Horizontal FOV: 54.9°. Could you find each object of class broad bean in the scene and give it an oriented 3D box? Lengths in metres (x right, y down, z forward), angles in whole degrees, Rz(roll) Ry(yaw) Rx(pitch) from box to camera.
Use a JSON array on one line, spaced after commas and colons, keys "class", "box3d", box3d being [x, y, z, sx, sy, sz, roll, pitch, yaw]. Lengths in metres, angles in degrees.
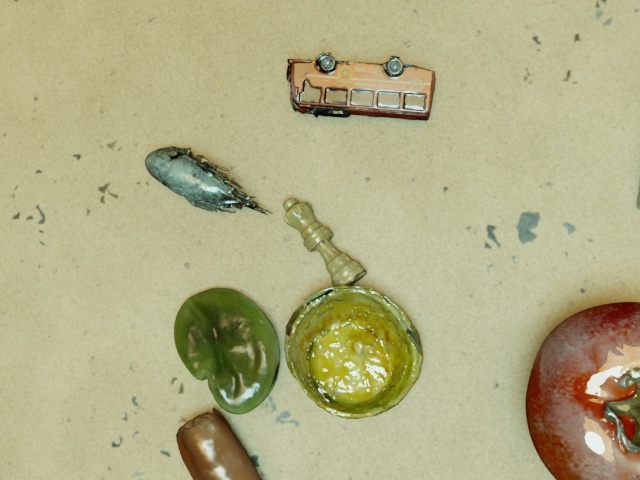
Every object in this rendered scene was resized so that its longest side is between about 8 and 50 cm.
[{"class": "broad bean", "box3d": [-0.143, 0.168, 0.966, 0.153, 0.072, 0.206, -23, 80, -6]}]

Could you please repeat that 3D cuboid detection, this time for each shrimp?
[{"class": "shrimp", "box3d": [-0.181, -0.087, 0.999, 0.233, 0.079, 0.090, 26, 125, 8]}]

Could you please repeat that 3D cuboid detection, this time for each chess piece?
[{"class": "chess piece", "box3d": [0.000, 0.000, 0.970, 0.060, 0.060, 0.172, -39, 78, 4]}]

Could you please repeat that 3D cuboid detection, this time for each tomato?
[{"class": "tomato", "box3d": [0.405, 0.216, 0.795, 0.270, 0.227, 0.270, -4, 75, 14]}]

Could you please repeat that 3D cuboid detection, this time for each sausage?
[{"class": "sausage", "box3d": [-0.082, 0.446, 0.919, 0.094, 0.094, 0.419, -35, 80, 0]}]

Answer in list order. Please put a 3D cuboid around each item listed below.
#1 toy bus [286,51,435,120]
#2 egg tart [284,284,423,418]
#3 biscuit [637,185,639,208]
[{"class": "toy bus", "box3d": [0.062, -0.242, 0.976, 0.235, 0.073, 0.096, 4, 92, 9]}, {"class": "egg tart", "box3d": [0.047, 0.169, 0.909, 0.213, 0.090, 0.212, 0, 96, 4]}, {"class": "biscuit", "box3d": [0.535, -0.154, 0.895, 0.108, 0.062, 0.238, 7, 86, 10]}]
